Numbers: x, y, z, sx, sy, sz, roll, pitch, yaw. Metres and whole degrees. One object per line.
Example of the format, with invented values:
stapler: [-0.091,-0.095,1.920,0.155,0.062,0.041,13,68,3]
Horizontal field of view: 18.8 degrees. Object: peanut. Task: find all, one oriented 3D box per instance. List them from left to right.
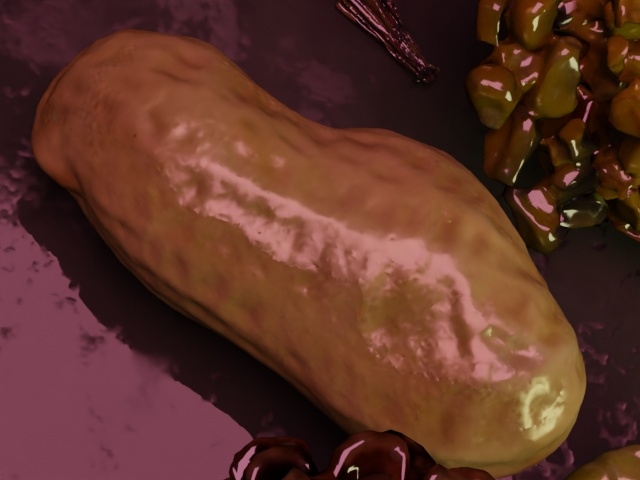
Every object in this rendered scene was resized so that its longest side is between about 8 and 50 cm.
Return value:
peanut: [0.000,0.000,0.991,0.319,0.147,0.147,35,70,4]

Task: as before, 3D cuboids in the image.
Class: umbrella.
umbrella: [0.037,-0.123,1.090,0.031,0.020,0.083,-35,90,-18]

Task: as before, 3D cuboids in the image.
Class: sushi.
sushi: [0.187,-0.081,1.006,0.167,0.296,0.179,-5,37,27]

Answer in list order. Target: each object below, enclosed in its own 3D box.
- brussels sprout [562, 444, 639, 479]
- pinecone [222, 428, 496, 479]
brussels sprout: [0.174,0.186,0.980,0.183,0.131,0.145,-22,60,-19]
pinecone: [-0.004,0.190,0.857,0.246,0.292,0.246,10,54,-14]
